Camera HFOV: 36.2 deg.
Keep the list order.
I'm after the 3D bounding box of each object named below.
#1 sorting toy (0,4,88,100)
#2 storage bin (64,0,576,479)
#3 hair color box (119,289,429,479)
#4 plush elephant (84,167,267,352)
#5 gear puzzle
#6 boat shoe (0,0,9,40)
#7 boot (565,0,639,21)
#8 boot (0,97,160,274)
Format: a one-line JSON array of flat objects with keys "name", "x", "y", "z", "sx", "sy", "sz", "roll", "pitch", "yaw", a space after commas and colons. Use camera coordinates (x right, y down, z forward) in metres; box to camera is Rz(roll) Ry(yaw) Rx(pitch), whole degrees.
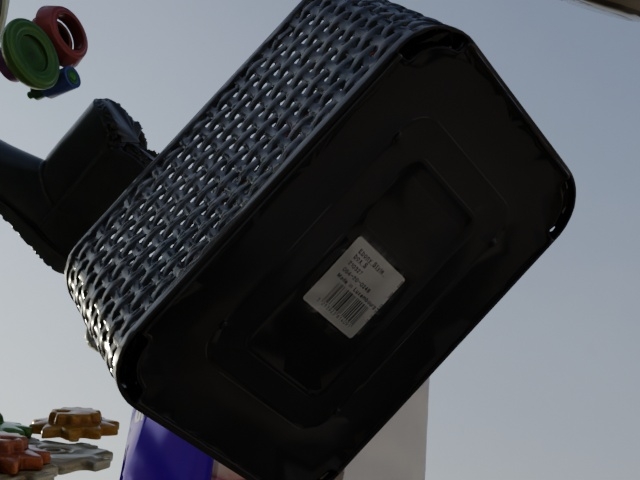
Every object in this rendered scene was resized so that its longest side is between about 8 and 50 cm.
[{"name": "sorting toy", "x": -0.205, "y": -0.130, "z": 0.704, "sx": 0.042, "sy": 0.102, "sz": 0.061, "roll": -18, "pitch": -70, "yaw": 24}, {"name": "storage bin", "x": 0.000, "y": 0.000, "z": 0.404, "sx": 0.180, "sy": 0.084, "sz": 0.122, "roll": -48, "pitch": -54, "yaw": -1}, {"name": "hair color box", "x": -0.031, "y": 0.195, "z": 0.624, "sx": 0.185, "sy": 0.338, "sz": 0.110, "roll": 27, "pitch": -35, "yaw": -35}, {"name": "plush elephant", "x": -0.083, "y": 0.097, "z": 1.039, "sx": 0.272, "sy": 0.255, "sz": 0.330, "roll": -14, "pitch": -80, "yaw": 26}, {"name": "gear puzzle", "x": -0.273, "y": 0.166, "z": 0.827, "sx": 0.175, "sy": 0.044, "sz": 0.339, "roll": 4, "pitch": -2, "yaw": 22}, {"name": "boat shoe", "x": -0.429, "y": -0.174, "z": 0.942, "sx": 0.187, "sy": 0.500, "sz": 0.156, "roll": 16, "pitch": -2, "yaw": -3}, {"name": "boot", "x": 0.221, "y": -0.411, "z": 0.966, "sx": 0.284, "sy": 0.377, "sz": 0.138, "roll": -60, "pitch": -22, "yaw": 15}, {"name": "boot", "x": -0.330, "y": -0.107, "z": 1.234, "sx": 0.246, "sy": 0.094, "sz": 0.207, "roll": 45, "pitch": -73, "yaw": 4}]
